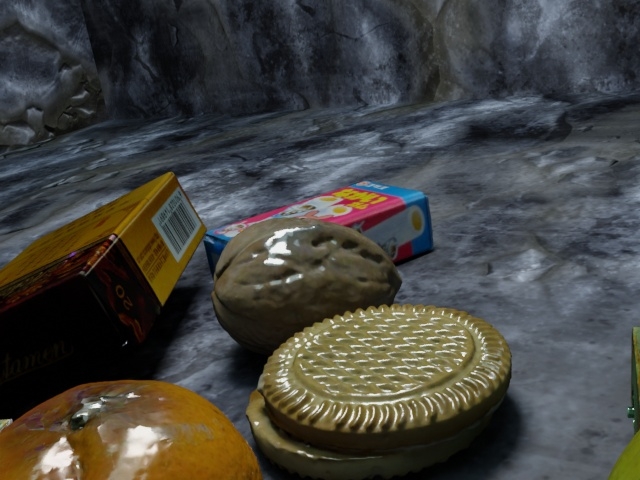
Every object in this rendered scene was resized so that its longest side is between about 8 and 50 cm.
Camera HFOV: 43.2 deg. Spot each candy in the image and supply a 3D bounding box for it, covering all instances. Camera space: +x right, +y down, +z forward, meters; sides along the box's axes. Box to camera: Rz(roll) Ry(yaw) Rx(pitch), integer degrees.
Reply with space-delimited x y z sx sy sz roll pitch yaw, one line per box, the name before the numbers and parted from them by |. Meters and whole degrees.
candy | 0.000 0.001 1.200 0.306 0.100 0.157 -21 19 -28

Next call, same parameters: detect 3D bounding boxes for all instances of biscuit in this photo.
biscuit | 0.055 0.139 0.782 0.259 0.079 0.259 -8 19 3

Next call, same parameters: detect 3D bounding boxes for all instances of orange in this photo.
orange | -0.152 0.195 0.573 0.224 0.170 0.224 -10 16 3

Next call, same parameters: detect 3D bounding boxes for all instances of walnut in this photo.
walnut | -0.015 0.051 0.961 0.231 0.178 0.178 -1 17 -10

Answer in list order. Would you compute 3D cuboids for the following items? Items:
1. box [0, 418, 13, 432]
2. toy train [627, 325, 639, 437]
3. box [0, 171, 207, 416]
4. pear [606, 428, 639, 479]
box | -0.410 0.216 0.837 0.207 0.049 0.041 -5 20 14
toy train | 0.282 0.135 0.642 0.072 0.099 0.188 -4 20 20
box | -0.318 0.062 1.037 0.264 0.115 0.415 -24 17 10
pear | 0.234 0.176 0.328 0.253 0.252 0.307 -1 32 25
